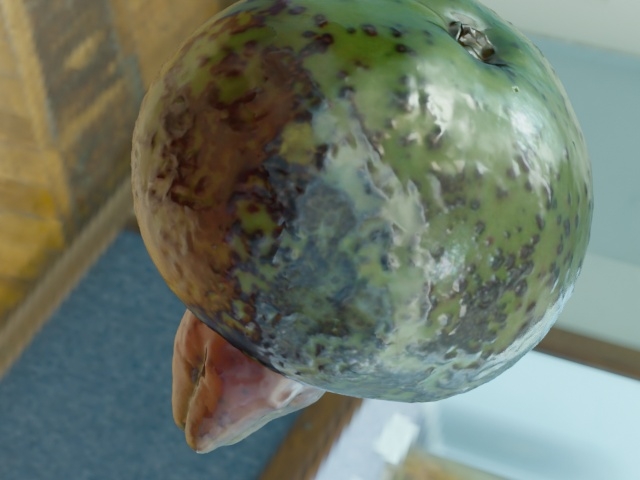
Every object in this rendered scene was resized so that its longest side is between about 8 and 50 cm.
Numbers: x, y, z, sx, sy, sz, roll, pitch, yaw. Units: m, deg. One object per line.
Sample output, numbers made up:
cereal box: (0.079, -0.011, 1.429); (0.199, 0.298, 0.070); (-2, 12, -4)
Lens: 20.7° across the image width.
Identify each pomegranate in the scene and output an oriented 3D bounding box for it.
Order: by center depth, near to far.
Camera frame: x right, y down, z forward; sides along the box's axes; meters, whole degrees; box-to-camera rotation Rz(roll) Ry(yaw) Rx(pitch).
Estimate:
pomegranate: (0.000, 0.000, 0.782); (0.248, 0.214, 0.214); (-53, 165, 23)
